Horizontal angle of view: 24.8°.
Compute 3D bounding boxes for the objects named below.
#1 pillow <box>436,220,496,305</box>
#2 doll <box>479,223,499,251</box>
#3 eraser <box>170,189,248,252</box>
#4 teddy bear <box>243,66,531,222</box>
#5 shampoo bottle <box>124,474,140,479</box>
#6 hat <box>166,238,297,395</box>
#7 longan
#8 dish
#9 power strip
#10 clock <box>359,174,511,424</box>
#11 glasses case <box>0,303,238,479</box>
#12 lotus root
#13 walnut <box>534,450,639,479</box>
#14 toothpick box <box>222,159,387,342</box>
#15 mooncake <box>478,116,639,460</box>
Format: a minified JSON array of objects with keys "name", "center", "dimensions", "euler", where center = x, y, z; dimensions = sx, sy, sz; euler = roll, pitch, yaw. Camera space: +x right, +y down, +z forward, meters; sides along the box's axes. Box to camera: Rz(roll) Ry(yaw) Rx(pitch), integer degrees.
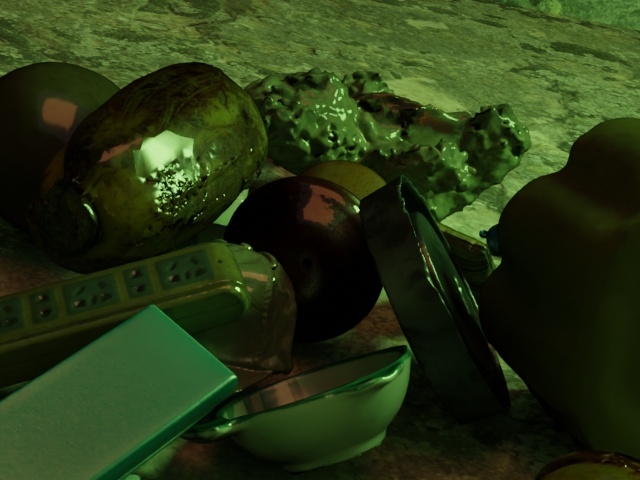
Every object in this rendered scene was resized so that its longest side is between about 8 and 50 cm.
[{"name":"pillow","center":[0.178,0.039,1.770],"dimensions":[0.113,0.038,0.203],"euler":[28,-16,33]},{"name":"doll","center":[0.291,0.003,2.026],"dimensions":[0.142,0.058,0.099],"euler":[10,37,9]},{"name":"eraser","center":[-0.146,-0.064,1.908],"dimensions":[0.098,0.096,0.404],"euler":[11,22,-4]},{"name":"teddy bear","center":[0.045,-0.150,1.963],"dimensions":[0.357,0.224,0.367],"euler":[22,-1,43]},{"name":"shampoo bottle","center":[-0.255,0.206,1.294],"dimensions":[0.190,0.041,0.069],"euler":[12,21,-1]},{"name":"hat","center":[-0.150,0.077,1.497],"dimensions":[0.214,0.149,0.244],"euler":[12,7,29]},{"name":"longan","center":[-0.314,-0.105,1.768],"dimensions":[0.248,0.248,0.248],"euler":[10,23,-4]},{"name":"dish","center":[-0.009,0.174,1.395],"dimensions":[0.246,0.078,0.224],"euler":[-19,3,-30]},{"name":"power strip","center":[-0.263,0.082,1.414],"dimensions":[0.387,0.066,0.092],"euler":[-16,36,-8]},{"name":"clock","center":[0.122,0.064,1.556],"dimensions":[0.055,0.281,0.280],"euler":[-25,21,10]},{"name":"glasses case","center":[-0.214,0.173,1.265],"dimensions":[0.117,0.070,0.301],"euler":[39,43,19]},{"name":"lotus root","center":[-0.181,-0.084,1.597],"dimensions":[0.196,0.179,0.397],"euler":[-25,10,32]},{"name":"walnut","center":[0.288,0.264,1.320],"dimensions":[0.245,0.137,0.137],"euler":[18,24,16]},{"name":"toothpick box","center":[0.000,0.000,1.724],"dimensions":[0.192,0.192,0.294],"euler":[16,18,9]},{"name":"mooncake","center":[0.358,0.046,1.563],"dimensions":[0.378,0.378,0.201],"euler":[-3,26,-31]}]
